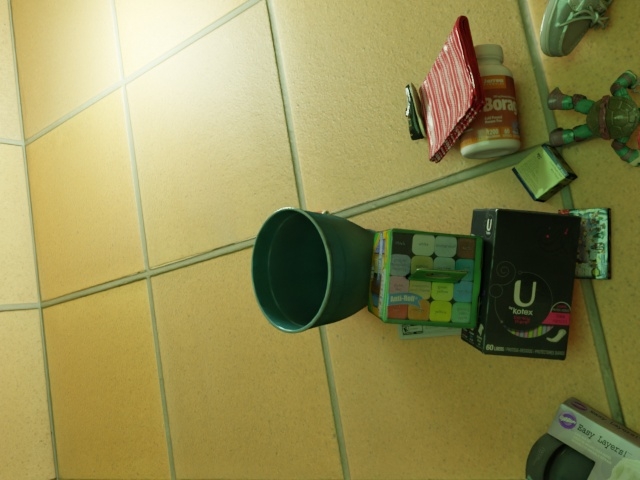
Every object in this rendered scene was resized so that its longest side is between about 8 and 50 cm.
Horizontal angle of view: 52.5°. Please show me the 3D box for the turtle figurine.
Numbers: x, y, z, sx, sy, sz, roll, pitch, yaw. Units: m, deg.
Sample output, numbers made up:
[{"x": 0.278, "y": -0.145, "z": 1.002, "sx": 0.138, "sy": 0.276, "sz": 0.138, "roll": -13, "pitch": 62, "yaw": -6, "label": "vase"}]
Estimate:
[{"x": 0.538, "y": -0.228, "z": 1.186, "sx": 0.234, "sy": 0.118, "sz": 0.175, "roll": 8, "pitch": 94, "yaw": 44, "label": "turtle figurine"}]

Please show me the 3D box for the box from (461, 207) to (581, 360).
[{"x": 0.377, "y": 0.078, "z": 1.240, "sx": 0.166, "sy": 0.143, "sz": 0.270, "roll": 4, "pitch": 92, "yaw": -5, "label": "box"}]

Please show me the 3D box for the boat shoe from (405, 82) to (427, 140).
[{"x": 0.211, "y": -0.294, "z": 1.480, "sx": 0.042, "sy": 0.049, "sz": 0.132, "roll": -15, "pitch": 84, "yaw": 29, "label": "boat shoe"}]

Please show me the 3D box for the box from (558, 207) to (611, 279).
[{"x": 0.509, "y": 0.006, "z": 1.252, "sx": 0.094, "sy": 0.027, "sz": 0.136, "roll": -1, "pitch": 88, "yaw": 39, "label": "box"}]

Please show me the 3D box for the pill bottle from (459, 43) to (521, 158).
[{"x": 0.339, "y": -0.284, "z": 1.333, "sx": 0.121, "sy": 0.121, "sz": 0.215, "roll": -9, "pitch": 84, "yaw": 38, "label": "pill bottle"}]

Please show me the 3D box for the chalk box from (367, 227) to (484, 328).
[{"x": 0.202, "y": 0.072, "z": 1.256, "sx": 0.181, "sy": 0.289, "sz": 0.179, "roll": 5, "pitch": 90, "yaw": -2, "label": "chalk box"}]

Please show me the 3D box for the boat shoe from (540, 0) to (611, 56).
[{"x": 0.525, "y": -0.482, "z": 1.198, "sx": 0.103, "sy": 0.118, "sz": 0.320, "roll": 43, "pitch": 107, "yaw": 35, "label": "boat shoe"}]

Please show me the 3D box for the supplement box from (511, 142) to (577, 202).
[{"x": 0.444, "y": -0.133, "z": 1.288, "sx": 0.083, "sy": 0.056, "sz": 0.083, "roll": -42, "pitch": 64, "yaw": 30, "label": "supplement box"}]

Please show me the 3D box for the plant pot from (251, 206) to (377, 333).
[{"x": 0.023, "y": 0.065, "z": 1.477, "sx": 0.272, "sy": 0.255, "sz": 0.271, "roll": -1, "pitch": 89, "yaw": 48, "label": "plant pot"}]

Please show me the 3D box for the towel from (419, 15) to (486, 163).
[{"x": 0.261, "y": -0.301, "z": 1.334, "sx": 0.275, "sy": 0.031, "sz": 0.198, "roll": 117, "pitch": 149, "yaw": -70, "label": "towel"}]

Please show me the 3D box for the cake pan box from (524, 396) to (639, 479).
[{"x": 0.521, "y": 0.462, "z": 1.209, "sx": 0.267, "sy": 0.070, "sz": 0.245, "roll": 30, "pitch": 105, "yaw": 35, "label": "cake pan box"}]

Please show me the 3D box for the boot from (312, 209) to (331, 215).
[{"x": 0.000, "y": 0.000, "z": 1.637, "sx": 0.085, "sy": 0.059, "sz": 0.157, "roll": -15, "pitch": 79, "yaw": 32, "label": "boot"}]

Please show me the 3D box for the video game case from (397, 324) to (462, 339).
[{"x": 0.256, "y": 0.118, "z": 1.453, "sx": 0.213, "sy": 0.023, "sz": 0.193, "roll": -13, "pitch": 81, "yaw": 38, "label": "video game case"}]
